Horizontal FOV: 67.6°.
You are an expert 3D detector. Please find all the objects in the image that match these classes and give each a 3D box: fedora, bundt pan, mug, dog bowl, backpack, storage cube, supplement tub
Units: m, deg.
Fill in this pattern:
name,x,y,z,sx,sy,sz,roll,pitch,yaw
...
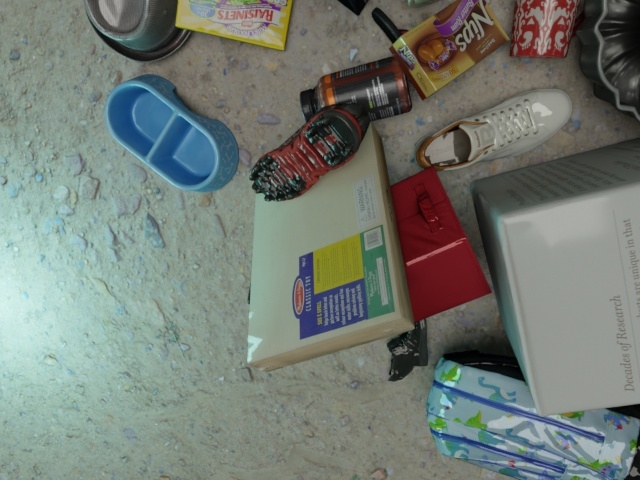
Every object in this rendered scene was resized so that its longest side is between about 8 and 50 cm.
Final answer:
name,x,y,z,sx,sy,sz,roll,pitch,yaw
fedora,-0.353,-0.481,0.892,0.244,0.124,0.275,19,108,0
bundt pan,0.559,-0.341,0.749,0.332,0.124,0.330,-1,108,-2
mug,0.395,-0.393,0.794,0.151,0.113,0.169,6,109,10
dog bowl,-0.313,-0.217,0.990,0.297,0.074,0.165,39,108,-1
backpack,0.384,0.332,0.907,0.356,0.290,0.273,28,90,8
storage cube,0.169,0.017,0.872,0.193,0.183,0.215,-25,137,16
supplement tub,0.064,-0.268,0.889,0.198,0.106,0.105,-10,103,13

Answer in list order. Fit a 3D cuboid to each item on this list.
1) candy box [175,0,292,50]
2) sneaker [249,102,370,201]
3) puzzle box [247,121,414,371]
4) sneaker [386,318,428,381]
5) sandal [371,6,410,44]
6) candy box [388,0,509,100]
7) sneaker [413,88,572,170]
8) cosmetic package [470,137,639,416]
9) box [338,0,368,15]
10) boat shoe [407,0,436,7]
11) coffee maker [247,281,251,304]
name,x,y,z,sx,sy,sz,roll,pitch,yaw
candy box,-0.160,-0.432,0.897,0.206,0.027,0.105,8,110,-11
sneaker,-0.017,-0.157,0.848,0.276,0.135,0.097,-27,107,44
puzzle box,0.000,0.000,0.831,0.272,0.408,0.052,-21,140,24
sneaker,0.184,0.223,1.030,0.089,0.051,0.170,-4,108,7
sandal,0.164,-0.359,0.870,0.040,0.067,0.179,-40,93,6
candy box,0.223,-0.338,0.822,0.187,0.053,0.109,-36,97,-15
sneaker,0.313,-0.187,0.858,0.291,0.123,0.105,-21,98,14
cosmetic package,0.490,0.028,0.775,0.394,0.329,0.327,-14,103,15
box,0.060,-0.546,0.715,0.183,0.296,0.294,38,107,-1
boat shoe,0.269,-0.512,0.783,0.325,0.116,0.096,-31,93,13
coffee maker,-0.059,0.120,1.011,0.179,0.120,0.171,20,108,5
